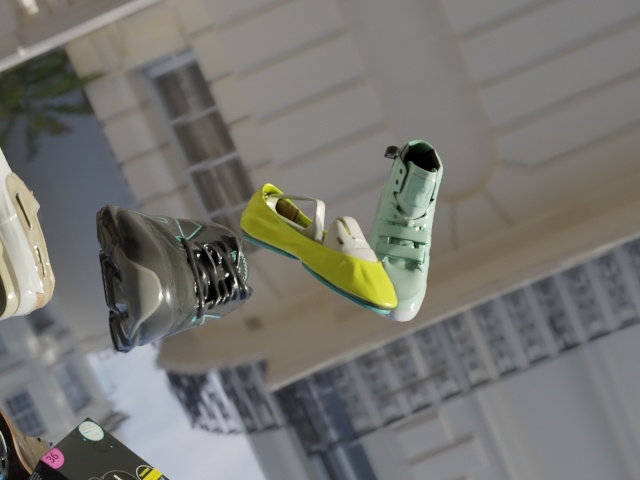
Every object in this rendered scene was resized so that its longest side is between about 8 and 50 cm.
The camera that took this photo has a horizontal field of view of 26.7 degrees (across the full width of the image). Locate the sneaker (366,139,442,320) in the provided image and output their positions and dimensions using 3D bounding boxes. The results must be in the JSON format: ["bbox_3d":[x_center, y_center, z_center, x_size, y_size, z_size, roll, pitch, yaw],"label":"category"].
[{"bbox_3d":[0.114,-0.023,1.870,0.094,0.151,0.256,9,-128,-5],"label":"sneaker"}]

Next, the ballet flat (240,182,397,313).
[{"bbox_3d":[0.000,0.000,1.463,0.231,0.077,0.077,29,-167,39],"label":"ballet flat"}]

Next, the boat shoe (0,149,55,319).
[{"bbox_3d":[-0.452,-0.041,1.868,0.113,0.302,0.103,-15,177,38],"label":"boat shoe"}]

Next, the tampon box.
[{"bbox_3d":[-0.283,0.329,1.721,0.101,0.161,0.120,-57,174,28],"label":"tampon box"}]

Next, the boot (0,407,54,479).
[{"bbox_3d":[-0.456,0.321,2.036,0.082,0.219,0.106,-30,174,16],"label":"boot"}]

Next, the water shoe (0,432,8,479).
[{"bbox_3d":[-0.361,0.278,1.447,0.080,0.073,0.203,-31,-135,39],"label":"water shoe"}]

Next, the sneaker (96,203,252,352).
[{"bbox_3d":[-0.104,0.016,0.974,0.106,0.101,0.267,-7,-175,-5],"label":"sneaker"}]
